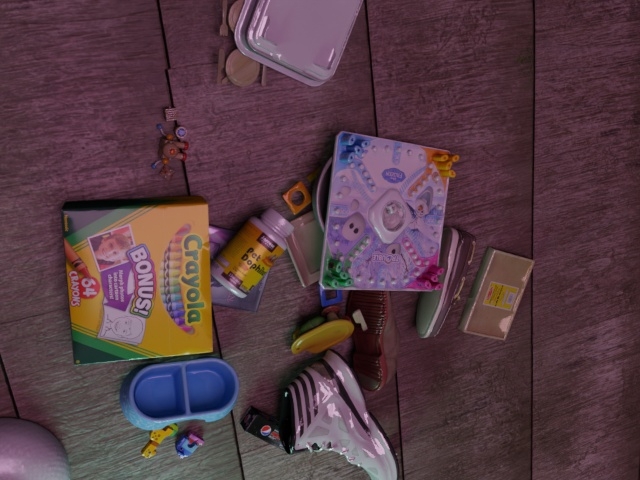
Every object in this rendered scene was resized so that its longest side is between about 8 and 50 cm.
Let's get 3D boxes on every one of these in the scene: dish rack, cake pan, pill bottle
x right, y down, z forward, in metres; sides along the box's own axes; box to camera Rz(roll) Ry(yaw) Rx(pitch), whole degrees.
[{"bbox_3d":[-0.024,-0.545,1.584,0.285,0.072,0.333,17,99,-37],"label":"dish rack"},{"bbox_3d":[0.098,-0.110,1.764,0.293,0.054,0.293,-5,99,-33],"label":"cake pan"},{"bbox_3d":[-0.162,0.025,1.657,0.117,0.117,0.215,41,86,-27],"label":"pill bottle"}]

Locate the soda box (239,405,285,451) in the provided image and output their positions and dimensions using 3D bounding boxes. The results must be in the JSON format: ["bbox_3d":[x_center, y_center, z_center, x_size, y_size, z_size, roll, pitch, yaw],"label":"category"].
[{"bbox_3d":[-0.135,0.518,1.875,0.169,0.053,0.060,35,88,-28],"label":"soda box"}]

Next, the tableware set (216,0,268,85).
[{"bbox_3d":[-0.181,-0.456,1.582,0.128,0.039,0.194,-5,110,-32],"label":"tableware set"}]

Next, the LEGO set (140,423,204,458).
[{"bbox_3d":[-0.403,0.506,1.737,0.227,0.087,0.093,41,86,-26],"label":"LEGO set"}]

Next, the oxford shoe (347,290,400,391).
[{"bbox_3d":[0.157,0.235,1.909,0.130,0.123,0.348,-14,109,-52],"label":"oxford shoe"}]

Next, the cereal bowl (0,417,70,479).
[{"bbox_3d":[-0.751,0.592,1.581,0.339,0.141,0.339,-6,106,-21],"label":"cereal bowl"}]

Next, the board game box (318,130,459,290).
[{"bbox_3d":[0.188,-0.061,1.769,0.390,0.050,0.390,4,94,-35],"label":"board game box"}]

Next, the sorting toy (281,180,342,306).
[{"bbox_3d":[0.000,0.000,1.788,0.196,0.047,0.348,-28,112,-19],"label":"sorting toy"}]

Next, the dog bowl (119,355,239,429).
[{"bbox_3d":[-0.338,0.370,1.690,0.297,0.074,0.166,-3,74,-22],"label":"dog bowl"}]

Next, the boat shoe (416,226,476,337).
[{"bbox_3d":[0.357,0.126,1.944,0.097,0.116,0.324,13,94,-23],"label":"boat shoe"}]

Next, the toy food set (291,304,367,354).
[{"bbox_3d":[0.015,0.229,1.834,0.218,0.071,0.128,-27,145,7],"label":"toy food set"}]

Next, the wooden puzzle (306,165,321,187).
[{"bbox_3d":[0.022,-0.148,1.775,0.078,0.014,0.116,-45,117,-1],"label":"wooden puzzle"}]

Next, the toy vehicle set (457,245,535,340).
[{"bbox_3d":[0.532,0.163,2.072,0.166,0.035,0.267,15,98,-26],"label":"toy vehicle set"}]

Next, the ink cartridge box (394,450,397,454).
[{"bbox_3d":[0.199,0.666,2.066,0.028,0.048,0.083,8,103,-25],"label":"ink cartridge box"}]

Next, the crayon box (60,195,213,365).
[{"bbox_3d":[-0.414,0.088,1.580,0.313,0.106,0.363,-3,105,-15],"label":"crayon box"}]

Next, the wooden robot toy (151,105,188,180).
[{"bbox_3d":[-0.334,-0.215,1.563,0.076,0.079,0.173,6,103,-25],"label":"wooden robot toy"}]

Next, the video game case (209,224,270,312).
[{"bbox_3d":[-0.258,0.064,1.708,0.274,0.026,0.196,14,99,-25],"label":"video game case"}]

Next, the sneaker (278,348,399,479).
[{"bbox_3d":[0.029,0.543,1.883,0.257,0.169,0.447,-31,106,-18],"label":"sneaker"}]
